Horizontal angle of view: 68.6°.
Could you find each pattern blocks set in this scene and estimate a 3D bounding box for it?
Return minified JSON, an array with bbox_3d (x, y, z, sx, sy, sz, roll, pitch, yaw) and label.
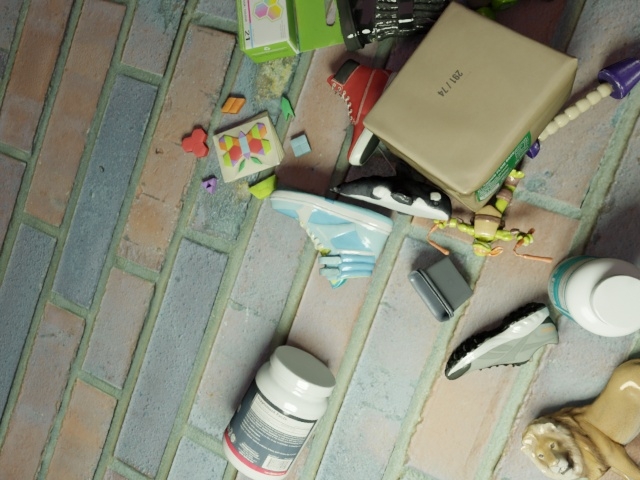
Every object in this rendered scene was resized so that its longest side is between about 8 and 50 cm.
[{"bbox_3d":[-0.197,-0.247,1.251,0.324,0.026,0.286,-32,82,13],"label":"pattern blocks set"}]

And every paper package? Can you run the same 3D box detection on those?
[{"bbox_3d":[0.310,-0.282,1.001,0.309,0.168,0.325,42,99,28],"label":"paper package"}]

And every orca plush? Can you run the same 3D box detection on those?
[{"bbox_3d":[0.173,-0.127,1.100,0.287,0.151,0.102,13,82,38],"label":"orca plush"}]

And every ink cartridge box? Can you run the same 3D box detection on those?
[{"bbox_3d":[-0.075,-0.579,1.182,0.255,0.097,0.189,-6,88,16],"label":"ink cartridge box"}]

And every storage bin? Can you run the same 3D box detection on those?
[{"bbox_3d":[0.282,0.109,1.092,0.091,0.098,0.135,-31,80,-15],"label":"storage bin"}]

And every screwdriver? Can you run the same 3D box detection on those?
[{"bbox_3d":[0.185,-0.163,1.146,0.024,0.025,0.170,-34,82,13],"label":"screwdriver"}]

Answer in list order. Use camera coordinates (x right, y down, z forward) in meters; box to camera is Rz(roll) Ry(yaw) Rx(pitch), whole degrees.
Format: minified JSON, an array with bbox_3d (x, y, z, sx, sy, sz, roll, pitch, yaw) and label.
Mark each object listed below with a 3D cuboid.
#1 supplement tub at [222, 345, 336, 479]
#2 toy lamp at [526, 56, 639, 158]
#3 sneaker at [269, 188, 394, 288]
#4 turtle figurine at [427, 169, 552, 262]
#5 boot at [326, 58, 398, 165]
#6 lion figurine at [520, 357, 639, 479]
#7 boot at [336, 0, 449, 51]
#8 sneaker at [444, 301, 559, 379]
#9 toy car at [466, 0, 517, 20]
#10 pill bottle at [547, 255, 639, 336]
[{"bbox_3d":[-0.100,0.416,1.138,0.191,0.191,0.272,31,98,13],"label":"supplement tub"},{"bbox_3d":[0.560,-0.290,1.016,0.274,0.080,0.080,-34,81,13],"label":"toy lamp"},{"bbox_3d":[0.000,0.000,1.146,0.318,0.127,0.208,17,93,16],"label":"sneaker"},{"bbox_3d":[0.391,-0.051,1.054,0.269,0.087,0.218,12,83,31],"label":"turtle figurine"},{"bbox_3d":[0.076,-0.316,1.148,0.176,0.088,0.245,23,88,15],"label":"boot"},{"bbox_3d":[0.626,0.368,0.983,0.240,0.142,0.392,40,86,20],"label":"lion figurine"},{"bbox_3d":[0.163,-0.635,1.094,0.259,0.131,0.348,-8,98,22],"label":"boot"},{"bbox_3d":[0.402,0.248,1.049,0.271,0.100,0.108,-33,87,13],"label":"sneaker"},{"bbox_3d":[0.436,-0.582,1.046,0.188,0.149,0.155,-10,91,-13],"label":"toy car"},{"bbox_3d":[0.548,0.105,0.920,0.146,0.264,0.146,0,90,15],"label":"pill bottle"}]
